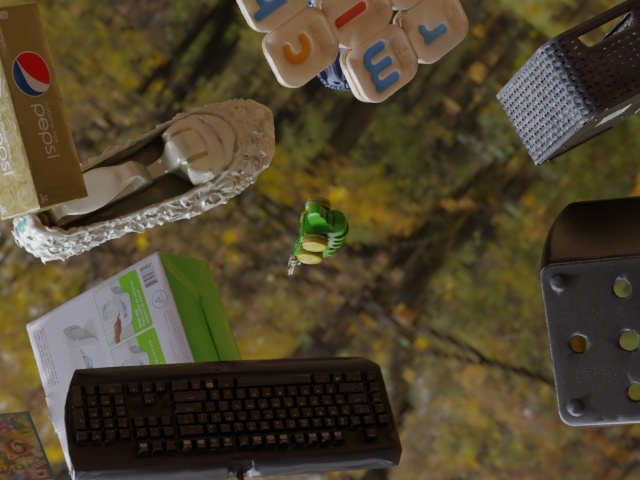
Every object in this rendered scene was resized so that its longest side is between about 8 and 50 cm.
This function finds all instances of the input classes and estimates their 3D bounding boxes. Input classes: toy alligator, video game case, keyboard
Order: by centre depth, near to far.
[{"bbox_3d":[-0.077,0.197,1.569,0.317,0.033,0.201,-2,-123,-16],"label":"keyboard"},{"bbox_3d":[0.000,0.000,1.898,0.051,0.056,0.189,8,158,-6],"label":"toy alligator"},{"bbox_3d":[-0.404,0.248,1.948,0.166,0.015,0.119,-2,-142,-27],"label":"video game case"}]

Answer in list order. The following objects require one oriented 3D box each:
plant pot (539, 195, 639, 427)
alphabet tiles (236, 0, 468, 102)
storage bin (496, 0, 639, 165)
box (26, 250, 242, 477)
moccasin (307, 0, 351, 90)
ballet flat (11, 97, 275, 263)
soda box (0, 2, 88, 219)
[{"bbox_3d":[0.264,0.063,1.318,0.188,0.187,0.167,-6,-175,28],"label":"plant pot"},{"bbox_3d":[0.030,-0.274,1.502,0.021,0.278,0.284,8,131,55],"label":"alphabet tiles"},{"bbox_3d":[0.258,-0.151,1.608,0.084,0.122,0.180,61,165,6],"label":"storage bin"},{"bbox_3d":[-0.226,0.182,2.145,0.127,0.231,0.262,13,-129,-60],"label":"box"},{"bbox_3d":[-0.008,-0.349,2.098,0.138,0.342,0.117,0,-162,35],"label":"moccasin"},{"bbox_3d":[-0.234,-0.087,2.327,0.147,0.409,0.147,57,166,22],"label":"ballet flat"},{"bbox_3d":[-0.268,-0.115,1.493,0.058,0.061,0.181,-18,-85,-46],"label":"soda box"}]
